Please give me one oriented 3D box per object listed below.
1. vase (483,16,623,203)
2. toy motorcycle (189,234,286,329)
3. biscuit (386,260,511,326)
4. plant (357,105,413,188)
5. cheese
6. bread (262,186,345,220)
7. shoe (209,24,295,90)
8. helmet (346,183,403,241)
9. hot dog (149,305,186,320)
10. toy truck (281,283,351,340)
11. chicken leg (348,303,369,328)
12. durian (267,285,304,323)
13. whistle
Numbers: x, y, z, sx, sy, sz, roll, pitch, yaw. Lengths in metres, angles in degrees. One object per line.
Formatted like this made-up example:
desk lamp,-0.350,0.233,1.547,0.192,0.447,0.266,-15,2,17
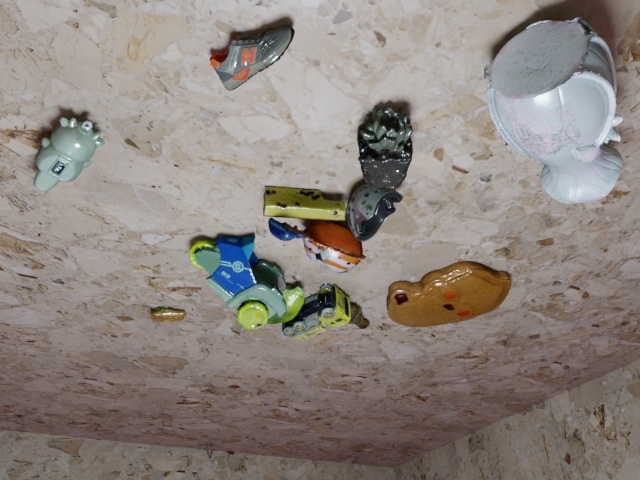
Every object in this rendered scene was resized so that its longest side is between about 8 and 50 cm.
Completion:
vase,0.537,-0.259,1.091,0.250,0.249,0.445,-26,141,25
toy motorcycle,-0.235,0.096,1.509,0.200,0.191,0.326,-35,113,11
biscuit,0.469,0.215,1.801,0.456,0.078,0.350,-21,142,20
plant,0.153,-0.220,1.176,0.132,0.129,0.194,-6,144,2
cheese,0.000,0.000,1.388,0.329,0.217,0.129,18,98,-41
bread,-0.043,-0.101,1.343,0.226,0.088,0.049,2,138,-9
shoe,-0.143,-0.385,0.995,0.194,0.074,0.077,-25,132,27
helmet,0.129,-0.090,1.343,0.153,0.107,0.177,-34,161,-33
hot dog,-0.559,0.268,1.801,0.133,0.041,0.056,5,141,-23
toy truck,-0.011,0.278,1.786,0.272,0.124,0.157,-29,134,29
chicken leg,0.131,0.295,1.877,0.085,0.069,0.198,-41,140,6
durian,-0.154,0.230,1.729,0.250,0.101,0.139,-12,137,24
whistle,-0.605,-0.200,1.160,0.253,0.106,0.101,-39,99,27
